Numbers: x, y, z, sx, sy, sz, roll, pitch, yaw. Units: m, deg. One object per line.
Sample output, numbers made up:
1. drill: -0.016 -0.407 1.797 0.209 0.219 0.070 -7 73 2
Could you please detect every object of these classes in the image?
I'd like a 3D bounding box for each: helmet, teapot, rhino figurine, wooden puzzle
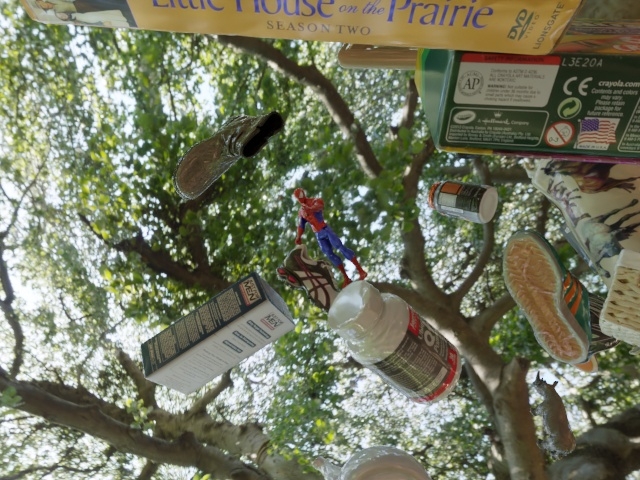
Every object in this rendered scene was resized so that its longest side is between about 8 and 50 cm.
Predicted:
1. helmet: 0.609 0.196 0.979 0.169 0.162 0.170 4 -131 -5
2. teapot: 0.149 0.591 0.963 0.252 0.187 0.256 -29 -94 -3
3. rhino figurine: 0.679 0.506 1.216 0.072 0.106 0.244 8 -124 -8
4. wooden puzzle: 0.164 -0.427 0.903 0.220 0.044 0.239 6 -134 11

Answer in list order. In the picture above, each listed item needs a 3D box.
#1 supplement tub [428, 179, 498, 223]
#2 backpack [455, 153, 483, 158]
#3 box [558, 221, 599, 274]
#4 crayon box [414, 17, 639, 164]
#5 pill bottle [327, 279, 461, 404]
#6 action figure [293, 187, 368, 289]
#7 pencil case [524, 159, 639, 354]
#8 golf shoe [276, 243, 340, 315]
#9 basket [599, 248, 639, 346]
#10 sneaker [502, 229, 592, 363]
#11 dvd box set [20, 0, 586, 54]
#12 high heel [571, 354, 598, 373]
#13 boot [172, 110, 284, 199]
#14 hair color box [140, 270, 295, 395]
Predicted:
1. supplement tub: 0.444 -0.127 1.299 0.116 0.117 0.190 -30 -148 -31
2. backpack: 0.425 -0.307 1.142 0.181 0.152 0.115 -24 -123 -13
3. box: 0.740 -0.054 1.016 0.076 0.243 0.307 32 -154 2
4. crayon box: 0.310 -0.199 0.492 0.361 0.106 0.313 4 -145 5
5. pill bottle: 0.170 0.234 0.965 0.318 0.176 0.177 40 -128 -24
6. action figure: 0.000 0.000 1.017 0.281 0.091 0.139 59 -148 -2
7. pencil case: 0.552 -0.007 0.751 0.183 0.160 0.411 -28 -106 10
8. golf shoe: 0.005 0.119 1.129 0.272 0.105 0.120 34 -88 17
9. basket: 0.464 0.095 0.579 0.113 0.167 0.103 22 -95 37
10. sneaker: 0.466 0.096 0.840 0.121 0.108 0.303 -41 -71 -39
11. dvd box set: -0.013 -0.304 0.373 0.419 0.062 0.308 3 -117 0
12. high heel: 0.735 0.274 1.218 0.244 0.082 0.117 46 -136 -2
13. boot: -0.195 -0.184 0.860 0.247 0.161 0.083 -53 -55 -17
14. hair color box: -0.257 0.243 1.056 0.347 0.174 0.105 -32 -129 1
